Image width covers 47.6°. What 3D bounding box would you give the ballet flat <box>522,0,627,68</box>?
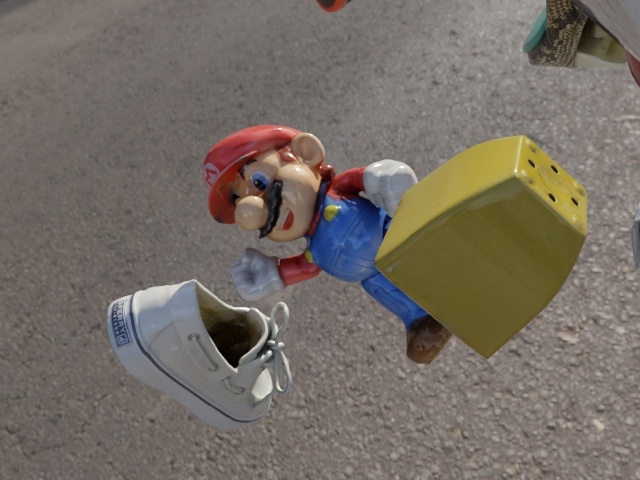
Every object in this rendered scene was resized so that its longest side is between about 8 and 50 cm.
[{"bbox_3d":[0.374,-0.321,0.971,0.182,0.483,0.164,30,92,14],"label":"ballet flat"}]

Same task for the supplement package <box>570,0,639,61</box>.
[{"bbox_3d":[0.261,-0.304,0.589,0.199,0.198,0.262,-43,46,19],"label":"supplement package"}]

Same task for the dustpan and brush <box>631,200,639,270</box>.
[{"bbox_3d":[0.465,-0.073,0.940,0.060,0.147,0.211,14,72,31],"label":"dustpan and brush"}]

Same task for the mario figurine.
[{"bbox_3d":[0.000,0.000,0.738,0.321,0.170,0.198,33,87,17],"label":"mario figurine"}]

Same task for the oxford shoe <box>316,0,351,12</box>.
[{"bbox_3d":[0.028,-0.375,0.741,0.099,0.271,0.097,-9,13,-27],"label":"oxford shoe"}]

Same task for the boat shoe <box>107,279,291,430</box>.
[{"bbox_3d":[-0.104,0.135,0.918,0.157,0.367,0.135,-22,57,9],"label":"boat shoe"}]

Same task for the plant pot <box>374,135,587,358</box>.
[{"bbox_3d":[0.093,-0.005,0.381,0.083,0.081,0.081,-43,11,36],"label":"plant pot"}]

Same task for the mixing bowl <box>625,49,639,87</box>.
[{"bbox_3d":[0.368,-0.223,0.697,0.098,0.181,0.181,14,14,-45],"label":"mixing bowl"}]
